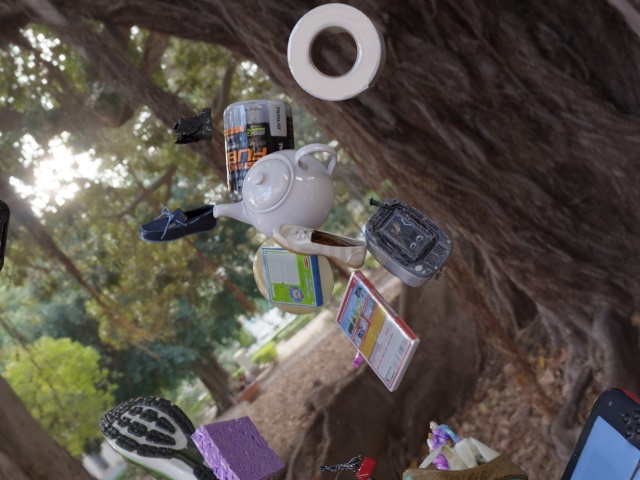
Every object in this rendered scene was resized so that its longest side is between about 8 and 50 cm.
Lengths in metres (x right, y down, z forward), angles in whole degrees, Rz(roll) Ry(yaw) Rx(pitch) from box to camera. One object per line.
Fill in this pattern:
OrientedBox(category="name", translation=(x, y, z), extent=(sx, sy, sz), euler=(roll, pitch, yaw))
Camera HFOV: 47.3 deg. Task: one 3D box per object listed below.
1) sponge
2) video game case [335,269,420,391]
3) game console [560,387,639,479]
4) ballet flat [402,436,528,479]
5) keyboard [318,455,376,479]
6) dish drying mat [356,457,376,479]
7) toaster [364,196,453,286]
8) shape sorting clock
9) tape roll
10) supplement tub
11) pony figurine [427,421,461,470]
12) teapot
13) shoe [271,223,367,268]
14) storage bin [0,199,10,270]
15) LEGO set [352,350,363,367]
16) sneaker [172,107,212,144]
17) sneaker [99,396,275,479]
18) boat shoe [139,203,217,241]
OrientedBox(category="sponge", translation=(-0.135, 0.358, 1.233), extent=(0.031, 0.117, 0.210), euler=(-41, -16, 5))
OrientedBox(category="video game case", translation=(0.149, 0.246, 2.009), extent=(0.025, 0.285, 0.204), euler=(-13, -43, -34))
OrientedBox(category="game console", translation=(0.631, 0.537, 1.514), extent=(0.342, 0.060, 0.387), euler=(-122, 46, -68))
OrientedBox(category="ballet flat", translation=(0.258, 0.422, 1.312), extent=(0.342, 0.124, 0.116), euler=(4, -42, -47))
OrientedBox(category="keyboard", translation=(0.035, 0.747, 2.182), extent=(0.317, 0.033, 0.201), euler=(-24, 37, 36))
OrientedBox(category="dish drying mat", translation=(0.122, 0.611, 1.954), extent=(0.083, 0.032, 0.008), euler=(-44, -33, -60))
OrientedBox(category="toaster", translation=(0.186, 0.007, 1.647), extent=(0.129, 0.227, 0.146), euler=(-49, -13, -14))
OrientedBox(category="shape sorting clock", translation=(-0.063, 0.081, 1.727), extent=(0.206, 0.206, 0.040), euler=(-42, -1, 34))
OrientedBox(category="tape roll", translation=(0.047, -0.496, 1.944), extent=(0.246, 0.246, 0.169), euler=(-41, 3, 15))
OrientedBox(category="supplement tub", translation=(-0.175, -0.235, 2.170), extent=(0.207, 0.338, 0.207), euler=(-5, 0, 0))
OrientedBox(category="pony figurine", translation=(0.336, 0.636, 1.750), extent=(0.303, 0.363, 0.351), euler=(-36, -7, 22))
OrientedBox(category="teapot", translation=(-0.098, -0.128, 1.811), extent=(0.187, 0.252, 0.256), euler=(31, -100, -53))
OrientedBox(category="shoe", translation=(0.000, 0.000, 1.627), extent=(0.076, 0.219, 0.058), euler=(-76, 3, -47))
OrientedBox(category="storage bin", translation=(-0.572, -0.012, 1.087), extent=(0.084, 0.180, 0.122), euler=(-114, 33, -83))
OrientedBox(category="LEGO set", translation=(0.178, 0.325, 2.168), extent=(0.227, 0.087, 0.093), euler=(-57, 4, 39))
OrientedBox(category="sneaker", translation=(-0.293, -0.262, 1.668), extent=(0.170, 0.089, 0.051), euler=(-108, 22, -57))
OrientedBox(category="sneaker", translation=(-0.284, 0.466, 1.461), extent=(0.158, 0.410, 0.182), euler=(-33, -41, -49))
OrientedBox(category="boat shoe", translation=(-0.441, -0.065, 2.252), extent=(0.258, 0.109, 0.089), euler=(-20, -47, -41))
